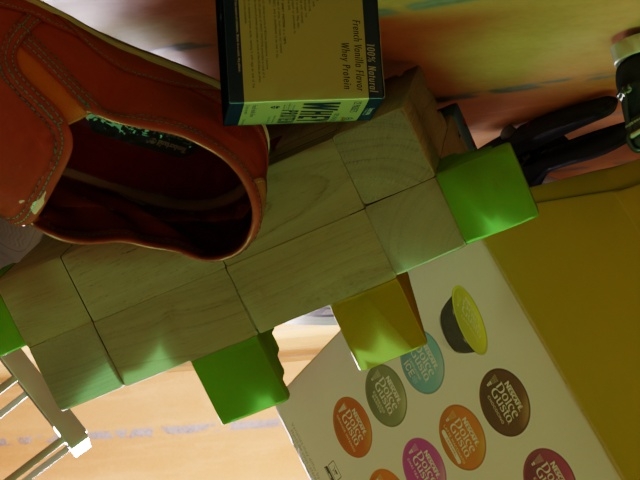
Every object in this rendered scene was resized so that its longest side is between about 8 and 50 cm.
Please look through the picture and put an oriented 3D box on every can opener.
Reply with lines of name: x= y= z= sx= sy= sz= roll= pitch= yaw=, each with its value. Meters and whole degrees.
can opener: x=0.177 y=-0.076 z=1.290 sx=0.059 sy=0.073 sz=0.186 roll=40 pitch=155 yaw=-11

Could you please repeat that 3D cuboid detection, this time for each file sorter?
file sorter: x=-0.350 y=0.117 z=1.426 sx=0.173 sy=0.277 sz=0.193 roll=-38 pitch=177 yaw=-11

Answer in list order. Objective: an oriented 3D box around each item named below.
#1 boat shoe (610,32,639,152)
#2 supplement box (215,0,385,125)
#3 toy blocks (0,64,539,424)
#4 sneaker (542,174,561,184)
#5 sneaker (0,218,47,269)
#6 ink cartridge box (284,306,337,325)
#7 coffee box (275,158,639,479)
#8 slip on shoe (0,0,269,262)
boat shoe: x=0.305 y=-0.104 z=1.050 sx=0.233 sy=0.079 sz=0.084 roll=-8 pitch=168 yaw=18
supplement box: x=-0.012 y=-0.109 z=0.894 sx=0.083 sy=0.083 sz=0.056 roll=-3 pitch=172 yaw=-7
toy blocks: x=-0.042 y=-0.019 z=1.146 sx=0.381 sy=0.191 sz=0.261 roll=-23 pitch=-168 yaw=13
sneaker: x=0.220 y=-0.011 z=1.535 sx=0.258 sy=0.094 sz=0.091 roll=6 pitch=171 yaw=-41
sneaker: x=-0.185 y=0.007 z=1.490 sx=0.268 sy=0.101 sz=0.153 roll=-9 pitch=168 yaw=30
ink cartridge box: x=0.000 y=0.000 z=1.432 sx=0.072 sy=0.127 sz=0.175 roll=1 pitch=170 yaw=-6
coffee box: x=0.230 y=0.159 z=1.341 sx=0.338 sy=0.337 sz=0.334 roll=-14 pitch=157 yaw=-37
slip on shoe: x=-0.168 y=-0.064 z=0.883 sx=0.331 sy=0.101 sz=0.123 roll=16 pitch=124 yaw=-30
